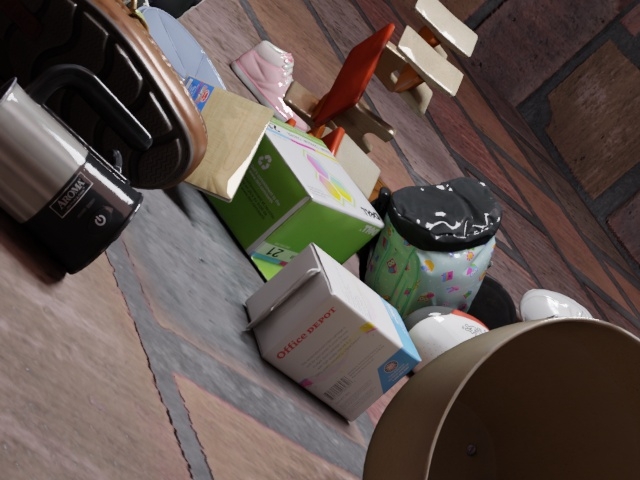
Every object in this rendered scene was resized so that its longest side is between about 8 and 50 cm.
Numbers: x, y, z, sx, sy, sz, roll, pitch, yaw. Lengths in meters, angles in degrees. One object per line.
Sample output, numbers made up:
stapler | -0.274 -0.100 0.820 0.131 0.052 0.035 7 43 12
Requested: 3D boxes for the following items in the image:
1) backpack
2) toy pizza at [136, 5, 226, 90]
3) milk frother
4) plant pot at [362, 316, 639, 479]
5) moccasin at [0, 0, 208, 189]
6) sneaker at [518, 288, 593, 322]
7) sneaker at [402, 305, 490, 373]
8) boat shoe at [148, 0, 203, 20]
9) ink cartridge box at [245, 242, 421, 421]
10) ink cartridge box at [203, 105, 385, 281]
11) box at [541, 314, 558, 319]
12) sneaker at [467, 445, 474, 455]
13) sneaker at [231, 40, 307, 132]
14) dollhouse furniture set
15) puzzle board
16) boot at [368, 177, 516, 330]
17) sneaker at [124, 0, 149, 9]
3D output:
backpack | 0.116 0.024 1.898 0.152 0.182 0.115 -4 47 -26
toy pizza | -0.150 -0.160 1.830 0.201 0.032 0.201 52 21 -29
milk frother | -0.213 -0.058 1.315 0.135 0.129 0.143 44 -29 -16
plant pot | 0.142 0.201 1.384 0.284 0.284 0.191 41 -21 -25
moccasin | -0.239 -0.198 1.518 0.380 0.139 0.147 41 25 11
sneaker | 0.368 0.164 2.456 0.232 0.090 0.115 50 17 13
sneaker | 0.196 0.181 1.868 0.270 0.090 0.145 41 12 -38
boat shoe | -0.198 -0.392 2.160 0.158 0.127 0.340 52 13 -17
ink cartridge box | 0.005 0.079 1.562 0.143 0.092 0.090 40 15 -32
ink cartridge box | 0.000 0.000 1.760 0.255 0.097 0.189 53 14 23
box | 0.276 0.172 2.011 0.159 0.044 0.233 47 -16 -2
sneaker | 0.176 0.238 1.704 0.125 0.104 0.262 23 17 1
sneaker | -0.050 -0.204 2.227 0.134 0.070 0.051 49 12 -1
dollhouse furniture set | 0.025 -0.161 2.006 0.135 0.262 0.259 41 46 -19
puzzle board | -0.111 -0.101 1.671 0.096 0.011 0.128 23 52 1
boot | 0.112 0.005 2.184 0.264 0.096 0.280 29 15 -34
sneaker | -0.235 -0.281 1.893 0.170 0.068 0.071 58 4 24
